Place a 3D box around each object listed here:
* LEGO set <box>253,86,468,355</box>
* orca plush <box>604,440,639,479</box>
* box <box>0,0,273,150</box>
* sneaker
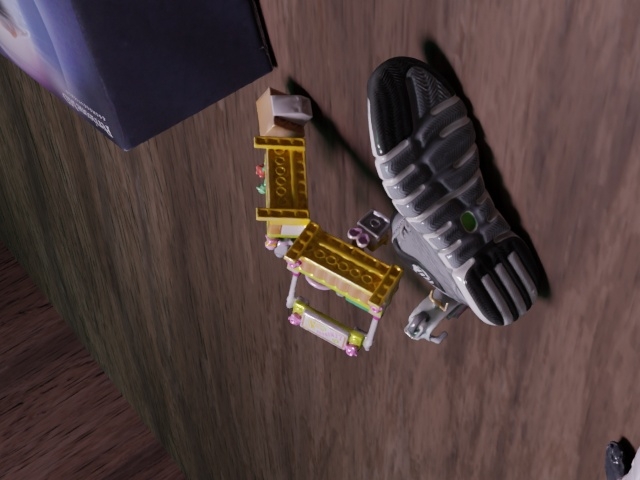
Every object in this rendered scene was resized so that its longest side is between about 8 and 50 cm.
[{"bbox_3d":[0.000,0.000,1.241,0.287,0.132,0.107,48,150,24],"label":"LEGO set"},{"bbox_3d":[0.269,0.214,1.058,0.151,0.102,0.287,-78,-5,-47],"label":"orca plush"},{"bbox_3d":[-0.220,-0.285,1.285,0.296,0.182,0.294,36,151,46],"label":"box"},{"bbox_3d":[0.077,-0.036,1.097,0.229,0.086,0.132,63,161,-16],"label":"sneaker"}]
